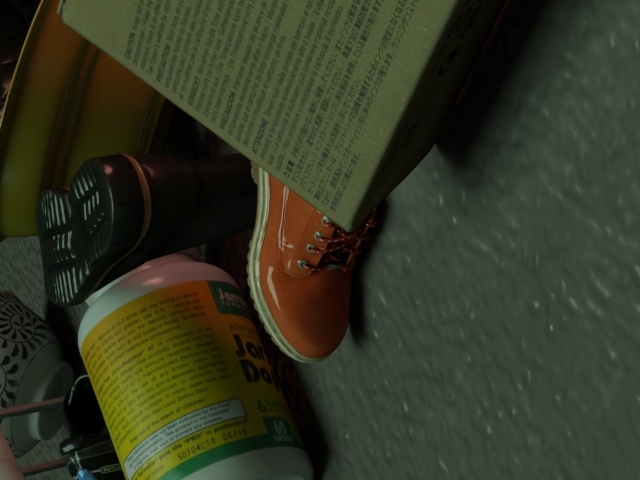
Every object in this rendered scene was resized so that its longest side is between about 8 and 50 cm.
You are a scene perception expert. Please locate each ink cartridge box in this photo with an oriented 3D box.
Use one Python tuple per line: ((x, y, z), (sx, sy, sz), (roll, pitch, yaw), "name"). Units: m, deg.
((-0.009, -0.145, 0.812), (0.193, 0.088, 0.234), (38, 144, 10), "ink cartridge box")

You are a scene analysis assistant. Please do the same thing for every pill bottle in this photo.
((-0.093, 0.089, 1.163), (0.208, 0.117, 0.117), (66, 153, 26), "pill bottle")

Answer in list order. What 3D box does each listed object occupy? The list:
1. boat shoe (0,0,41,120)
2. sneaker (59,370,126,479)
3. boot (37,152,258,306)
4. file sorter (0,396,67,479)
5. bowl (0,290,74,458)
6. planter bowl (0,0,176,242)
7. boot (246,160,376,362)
((-0.257, -0.157, 1.390), (0.120, 0.122, 0.324), (95, 171, -51), "boat shoe")
((-0.137, 0.112, 1.247), (0.078, 0.067, 0.188), (58, -155, -21), "sneaker")
((-0.095, -0.009, 1.094), (0.198, 0.137, 0.077), (-19, 81, 65), "boot")
((-0.162, 0.270, 1.328), (0.193, 0.173, 0.277), (-129, 36, -47), "file sorter")
((-0.276, 0.137, 1.597), (0.080, 0.170, 0.170), (15, 125, 13), "bowl")
((-0.149, -0.088, 1.193), (0.217, 0.090, 0.217), (18, -90, -89), "planter bowl")
((0.000, 0.000, 0.997), (0.084, 0.059, 0.158), (18, 116, 57), "boot")
